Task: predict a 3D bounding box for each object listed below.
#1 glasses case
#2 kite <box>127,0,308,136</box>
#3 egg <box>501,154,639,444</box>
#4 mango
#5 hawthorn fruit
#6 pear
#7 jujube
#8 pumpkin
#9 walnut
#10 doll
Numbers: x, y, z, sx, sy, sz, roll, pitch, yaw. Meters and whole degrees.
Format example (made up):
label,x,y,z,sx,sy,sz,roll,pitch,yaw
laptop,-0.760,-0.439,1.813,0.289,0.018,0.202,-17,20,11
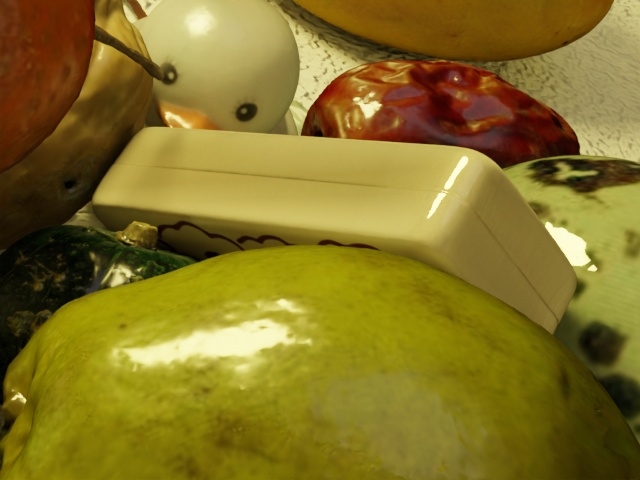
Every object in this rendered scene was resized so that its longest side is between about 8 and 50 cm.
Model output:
label,x,y,z,sx,sy,sz,roll,pitch,yaw
glasses case,0.000,0.000,1.172,0.336,0.076,0.144,6,-33,46
kite,-0.096,-0.150,1.651,0.169,0.015,0.310,-7,45,-42
egg,0.215,0.097,1.247,0.287,0.288,0.379,-7,39,-43
mango,0.123,-0.324,1.879,0.445,0.232,0.300,1,44,-27
hawthorn fruit,-0.250,-0.146,1.062,0.231,0.235,0.263,5,35,12
pear,0.018,0.170,0.972,0.413,0.352,0.352,26,30,-19
jujube,0.106,-0.065,1.539,0.243,0.183,0.183,-1,40,-23
pumpkin,-0.137,0.061,1.163,0.190,0.146,0.190,13,21,-5
walnut,-0.232,-0.097,1.277,0.198,0.245,0.198,41,-11,10
doll,-0.098,-0.123,1.420,0.221,0.221,0.251,22,30,-8
